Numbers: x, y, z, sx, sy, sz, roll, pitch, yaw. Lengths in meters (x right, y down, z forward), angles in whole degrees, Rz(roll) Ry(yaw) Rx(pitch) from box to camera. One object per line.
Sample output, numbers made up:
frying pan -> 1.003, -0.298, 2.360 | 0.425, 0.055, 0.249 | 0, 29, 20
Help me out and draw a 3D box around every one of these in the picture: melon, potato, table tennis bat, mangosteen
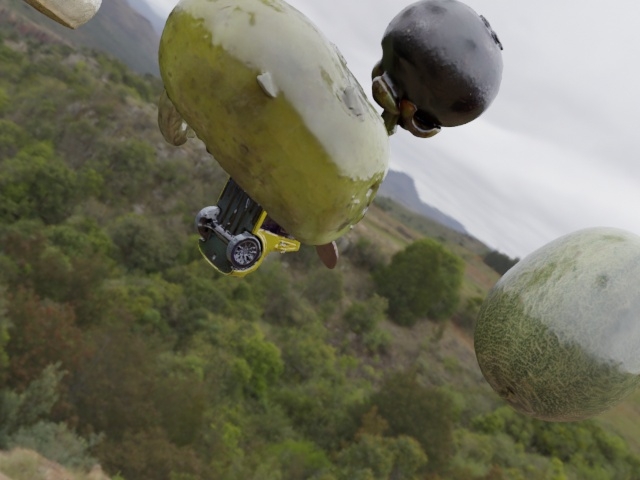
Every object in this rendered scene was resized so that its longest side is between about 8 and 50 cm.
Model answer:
melon -> 0.383, 0.123, 1.081 | 0.248, 0.329, 0.248 | 47, -11, 11
potato -> -0.030, -0.133, 0.667 | 0.271, 0.160, 0.111 | 50, -18, -3
table tennis bat -> 0.000, 0.000, 1.651 | 0.013, 0.087, 0.156 | -16, 46, -25
mangosteen -> 0.156, -0.244, 1.068 | 0.194, 0.231, 0.194 | 45, 21, -23

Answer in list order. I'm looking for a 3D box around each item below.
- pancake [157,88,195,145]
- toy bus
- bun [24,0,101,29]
pancake -> -0.135, -0.223, 0.960 | 0.042, 0.236, 0.222 | 37, -35, 10
toy bus -> -0.075, -0.093, 1.217 | 0.151, 0.331, 0.145 | 19, 12, -42
bun -> -0.468, -0.476, 1.134 | 0.299, 0.164, 0.299 | 31, 2, -1
